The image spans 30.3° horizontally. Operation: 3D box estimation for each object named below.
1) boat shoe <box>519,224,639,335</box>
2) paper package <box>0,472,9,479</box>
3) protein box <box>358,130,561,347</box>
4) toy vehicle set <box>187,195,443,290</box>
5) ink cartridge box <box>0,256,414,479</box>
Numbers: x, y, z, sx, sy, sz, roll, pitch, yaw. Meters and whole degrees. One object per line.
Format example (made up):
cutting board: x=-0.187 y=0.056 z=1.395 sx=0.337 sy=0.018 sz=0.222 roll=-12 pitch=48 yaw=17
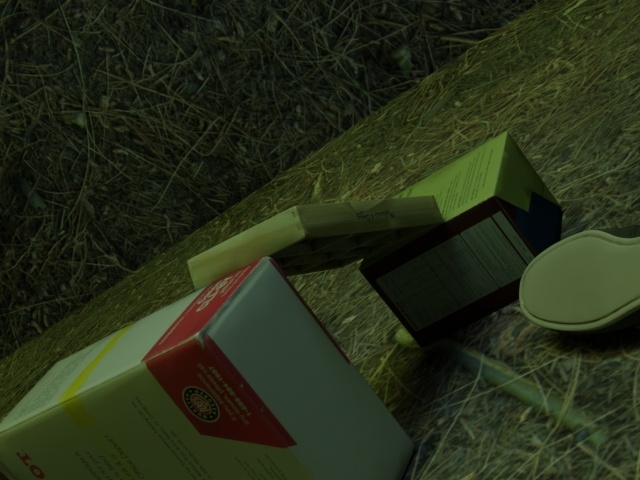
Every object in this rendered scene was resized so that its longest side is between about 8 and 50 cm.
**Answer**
boat shoe: x=0.338 y=0.033 z=1.162 sx=0.335 sy=0.096 sz=0.112 roll=-25 pitch=55 yaw=52
paper package: x=-0.444 y=0.396 z=1.415 sx=0.325 sy=0.309 sz=0.168 roll=-33 pitch=57 yaw=19
protein box: x=0.184 y=-0.003 z=1.510 sx=0.201 sy=0.136 sz=0.200 roll=-30 pitch=17 yaw=26
toy vehicle set: x=0.000 y=0.000 z=1.337 sx=0.166 sy=0.035 sz=0.267 roll=-26 pitch=-11 yaw=37
ink cartridge box: x=-0.139 y=0.223 z=1.297 sx=0.385 sy=0.279 sz=0.160 roll=-26 pitch=18 yaw=37
